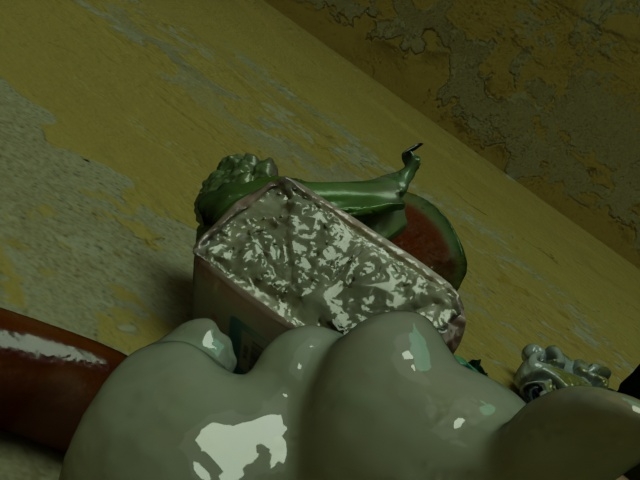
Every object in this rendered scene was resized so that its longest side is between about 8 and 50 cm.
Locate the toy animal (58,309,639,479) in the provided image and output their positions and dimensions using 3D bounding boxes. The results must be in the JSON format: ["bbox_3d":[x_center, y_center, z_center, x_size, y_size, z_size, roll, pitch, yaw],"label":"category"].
[{"bbox_3d":[0.030,0.164,0.694,0.368,0.196,0.241,-5,25,14],"label":"toy animal"}]

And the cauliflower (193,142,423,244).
[{"bbox_3d":[0.000,0.000,1.201,0.239,0.315,0.256,64,-19,-8],"label":"cauliflower"}]

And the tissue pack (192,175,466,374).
[{"bbox_3d":[-0.004,0.095,0.951,0.201,0.271,0.124,32,61,13],"label":"tissue pack"}]

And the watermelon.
[{"bbox_3d":[0.132,0.004,1.750,0.231,0.128,0.146,40,0,31],"label":"watermelon"}]

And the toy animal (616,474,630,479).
[{"bbox_3d":[0.159,0.276,0.858,0.326,0.237,0.269,-1,66,-66],"label":"toy animal"}]

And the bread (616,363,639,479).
[{"bbox_3d":[0.411,0.216,1.151,0.251,0.376,0.208,22,22,-28],"label":"bread"}]

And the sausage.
[{"bbox_3d":[-0.244,0.090,0.840,0.300,0.089,0.083,23,13,-29],"label":"sausage"}]

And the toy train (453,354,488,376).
[{"bbox_3d":[0.104,0.184,1.163,0.163,0.112,0.203,13,24,-33],"label":"toy train"}]

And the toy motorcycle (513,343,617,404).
[{"bbox_3d":[0.339,0.201,1.590,0.229,0.074,0.151,4,37,-40],"label":"toy motorcycle"}]
